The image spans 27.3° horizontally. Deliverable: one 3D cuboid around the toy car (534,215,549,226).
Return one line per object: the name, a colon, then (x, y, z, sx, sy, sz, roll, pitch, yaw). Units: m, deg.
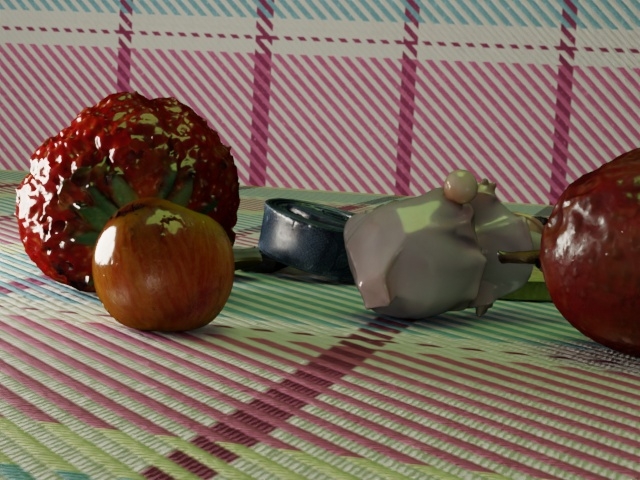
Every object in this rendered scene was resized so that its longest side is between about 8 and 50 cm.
toy car: (0.403, 0.005, 2.114, 0.062, 0.071, 0.165, 18, -7, -42)

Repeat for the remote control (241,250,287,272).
remote control: (-0.058, 0.022, 1.887, 0.063, 0.025, 0.245, 5, 5, 13)

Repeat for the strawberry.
strawberry: (-0.226, -0.067, 1.546, 0.250, 0.239, 0.288, 12, 26, -23)

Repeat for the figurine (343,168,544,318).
figurine: (0.150, 0.015, 1.446, 0.276, 0.200, 0.133, -5, 48, -27)

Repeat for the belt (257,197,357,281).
belt: (0.000, 0.000, 1.761, 0.190, 0.082, 0.141, 20, 15, 36)

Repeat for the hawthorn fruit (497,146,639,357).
hawthorn fruit: (0.300, 0.017, 1.266, 0.266, 0.210, 0.230, -10, 13, 23)

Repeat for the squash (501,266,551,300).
squash: (0.254, 0.051, 1.719, 0.219, 0.041, 0.219, 5, 10, -1)

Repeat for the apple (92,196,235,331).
apple: (-0.152, 0.021, 1.279, 0.146, 0.146, 0.146, 3, 5, 0)

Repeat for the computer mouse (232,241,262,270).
computer mouse: (-0.170, 0.020, 1.728, 0.199, 0.045, 0.102, 6, 5, 35)
